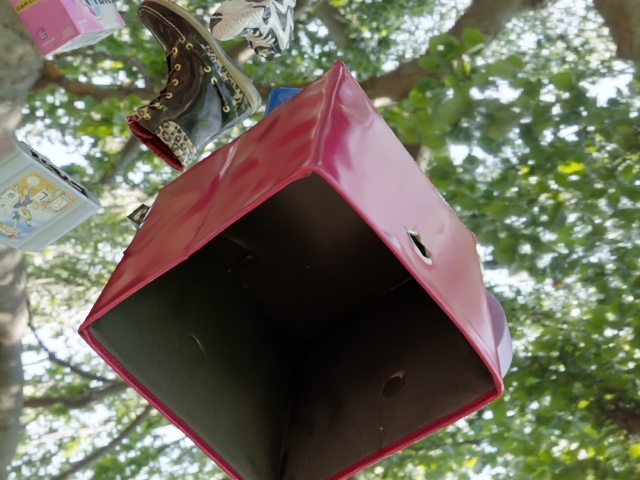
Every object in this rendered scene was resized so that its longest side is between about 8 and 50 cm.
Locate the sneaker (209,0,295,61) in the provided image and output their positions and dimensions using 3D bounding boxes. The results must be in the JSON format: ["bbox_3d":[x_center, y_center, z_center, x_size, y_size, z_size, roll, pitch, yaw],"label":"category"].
[{"bbox_3d":[-0.126,-0.412,1.603,0.094,0.235,0.153,13,-48,24],"label":"sneaker"}]

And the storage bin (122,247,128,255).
[{"bbox_3d":[-0.138,0.007,0.996,0.122,0.180,0.084,-5,-67,56],"label":"storage bin"}]

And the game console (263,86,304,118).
[{"bbox_3d":[0.006,-0.138,1.622,0.173,0.250,0.293,80,17,-68],"label":"game console"}]

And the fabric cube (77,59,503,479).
[{"bbox_3d":[-0.012,0.035,0.741,0.259,0.258,0.254,-33,-69,21],"label":"fabric cube"}]

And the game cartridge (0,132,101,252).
[{"bbox_3d":[-0.593,-0.080,1.578,0.198,0.297,0.062,-38,-119,2],"label":"game cartridge"}]

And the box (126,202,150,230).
[{"bbox_3d":[-0.386,-0.038,1.794,0.083,0.052,0.062,25,-28,53],"label":"box"}]

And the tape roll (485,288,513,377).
[{"bbox_3d":[0.217,0.164,1.318,0.189,0.189,0.080,39,-18,44],"label":"tape roll"}]

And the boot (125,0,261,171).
[{"bbox_3d":[-0.358,-0.375,1.922,0.377,0.284,0.138,47,-22,-16],"label":"boot"}]

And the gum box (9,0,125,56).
[{"bbox_3d":[-0.342,-0.320,1.083,0.062,0.188,0.107,-26,-76,13],"label":"gum box"}]
